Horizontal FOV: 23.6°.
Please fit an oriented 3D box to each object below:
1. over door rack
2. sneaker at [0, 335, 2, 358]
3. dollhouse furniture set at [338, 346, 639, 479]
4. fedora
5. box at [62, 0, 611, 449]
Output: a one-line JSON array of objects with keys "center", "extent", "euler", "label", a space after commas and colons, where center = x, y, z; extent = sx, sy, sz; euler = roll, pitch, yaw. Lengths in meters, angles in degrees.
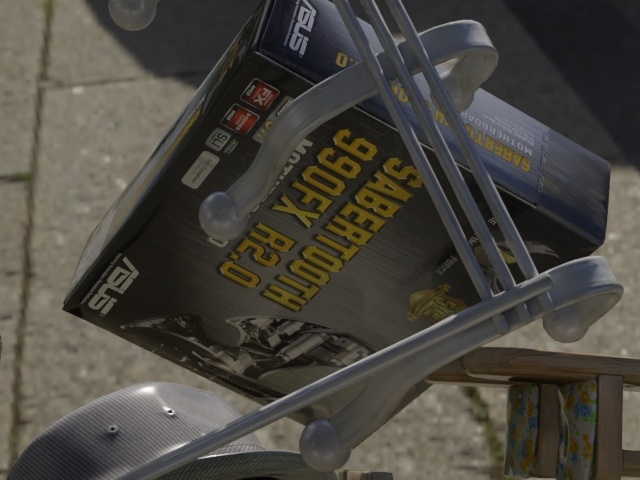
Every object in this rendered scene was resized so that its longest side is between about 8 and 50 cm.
[{"center": [-0.081, -0.011, 0.602], "extent": [0.324, 0.108, 0.239], "euler": [-22, 70, -9], "label": "over door rack"}, {"center": [-0.398, 0.206, 1.171], "extent": [0.257, 0.169, 0.447], "euler": [15, 32, -17], "label": "sneaker"}, {"center": [0.067, 0.148, 0.619], "extent": [0.161, 0.212, 0.242], "euler": [5, -9, -10], "label": "dollhouse furniture set"}, {"center": [-0.136, 0.195, 1.218], "extent": [0.275, 0.244, 0.124], "euler": [-15, 60, -22], "label": "fedora"}, {"center": [0.000, 0.000, 0.756], "extent": [0.183, 0.231, 0.056], "euler": [29, 48, -15], "label": "box"}]
